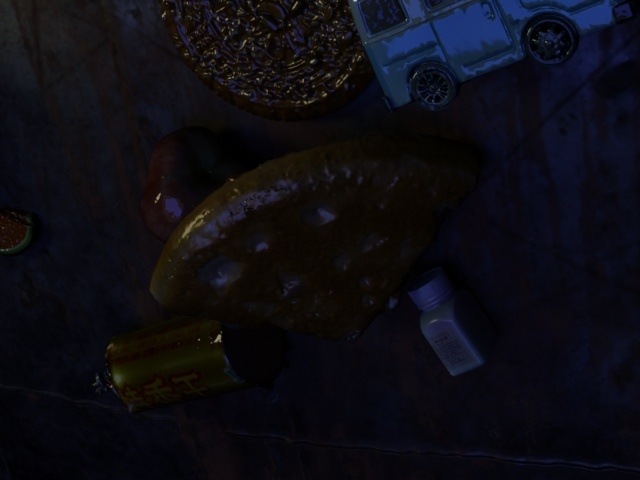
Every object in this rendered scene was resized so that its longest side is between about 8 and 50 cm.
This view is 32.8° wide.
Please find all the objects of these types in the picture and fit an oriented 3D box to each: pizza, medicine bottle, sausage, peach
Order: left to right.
[{"bbox_3d":[-0.205,0.165,1.494,0.317,0.117,0.125,-17,114,32],"label":"sausage"},{"bbox_3d":[-0.153,-0.062,1.346,0.152,0.152,0.152,12,121,21],"label":"peach"},{"bbox_3d":[0.000,0.000,1.258,0.408,0.114,0.278,-25,133,16],"label":"pizza"},{"bbox_3d":[0.156,0.093,1.299,0.055,0.074,0.118,-27,103,36],"label":"medicine bottle"}]

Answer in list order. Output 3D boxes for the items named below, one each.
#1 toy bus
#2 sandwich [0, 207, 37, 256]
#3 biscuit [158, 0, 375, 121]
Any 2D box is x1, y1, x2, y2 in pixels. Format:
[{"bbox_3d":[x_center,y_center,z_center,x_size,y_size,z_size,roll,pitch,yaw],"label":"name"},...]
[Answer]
[{"bbox_3d":[0.170,-0.247,1.063,0.271,0.133,0.165,-18,109,30],"label":"toy bus"},{"bbox_3d":[-0.448,-0.013,1.578,0.069,0.026,0.101,48,124,1],"label":"sandwich"},{"bbox_3d":[-0.059,-0.275,1.227,0.305,0.038,0.305,12,121,21],"label":"biscuit"}]
